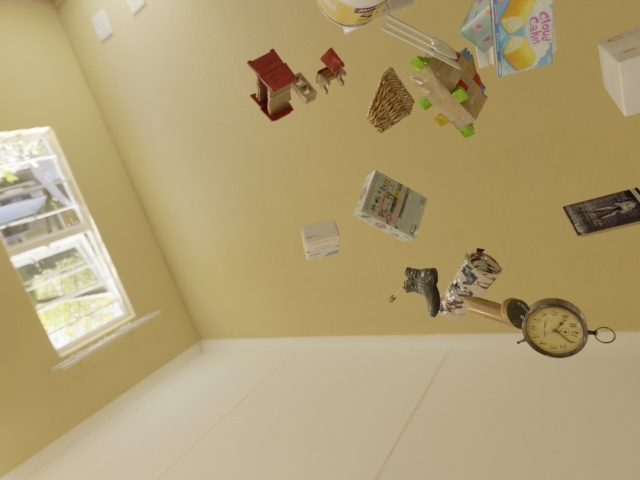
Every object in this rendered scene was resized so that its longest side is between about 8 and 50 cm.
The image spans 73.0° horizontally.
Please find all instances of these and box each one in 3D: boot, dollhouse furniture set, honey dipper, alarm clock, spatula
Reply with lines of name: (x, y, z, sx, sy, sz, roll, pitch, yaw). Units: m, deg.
boot: (0.631, 0.253, 1.572, 0.089, 0.236, 0.269, -59, -150, -10)
dollhouse furniture set: (-0.080, -0.634, 1.646, 0.374, 0.152, 0.201, -34, 167, -18)
honey dipper: (0.380, 0.265, 2.152, 0.030, 0.030, 0.161, -26, 159, -30)
alarm clock: (0.546, 0.197, 0.969, 0.192, 0.129, 0.064, 6, -162, 33)
spatula: (0.285, -0.565, 1.225, 0.168, 0.242, 0.019, -75, -169, -45)
boot: (0.493, 0.250, 2.117, 0.161, 0.247, 0.083, -6, 174, 35)

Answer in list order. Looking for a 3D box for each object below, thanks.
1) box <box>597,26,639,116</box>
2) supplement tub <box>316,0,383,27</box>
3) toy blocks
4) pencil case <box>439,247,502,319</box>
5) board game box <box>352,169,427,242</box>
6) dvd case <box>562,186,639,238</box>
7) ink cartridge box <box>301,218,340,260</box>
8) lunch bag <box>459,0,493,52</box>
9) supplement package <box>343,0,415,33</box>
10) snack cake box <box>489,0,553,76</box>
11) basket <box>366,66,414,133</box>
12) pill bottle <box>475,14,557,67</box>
box: (1.006, -0.537, 1.318, 0.215, 0.168, 0.345, -11, -152, 29)
supplement tub: (0.104, -0.751, 1.195, 0.241, 0.241, 0.331, -19, -166, 2)
toy blocks: (0.528, -0.637, 1.708, 0.261, 0.381, 0.190, -58, -162, -24)
pencil case: (0.705, 0.225, 2.114, 0.160, 0.183, 0.410, -44, 161, -42)
board game box: (0.332, -0.159, 2.043, 0.097, 0.303, 0.224, -25, -139, 66)
dvd case: (0.910, -0.088, 1.368, 0.221, 0.018, 0.165, -17, -147, 21)
ink cartridge box: (0.000, 0.000, 1.854, 0.148, 0.086, 0.203, -14, 157, -6)
lunch bag: (0.638, -0.847, 1.521, 0.262, 0.160, 0.223, -66, -164, -16)
supplement package: (0.218, -1.027, 1.813, 0.262, 0.198, 0.199, -35, -157, -30)
snack cake box: (0.560, -0.615, 1.208, 0.152, 0.264, 0.089, -8, -136, 21)
basket: (0.302, -0.671, 2.084, 0.213, 0.223, 0.299, -30, -163, 29)
pill bottle: (0.905, -0.923, 2.018, 0.333, 0.188, 0.188, -9, -166, 23)
